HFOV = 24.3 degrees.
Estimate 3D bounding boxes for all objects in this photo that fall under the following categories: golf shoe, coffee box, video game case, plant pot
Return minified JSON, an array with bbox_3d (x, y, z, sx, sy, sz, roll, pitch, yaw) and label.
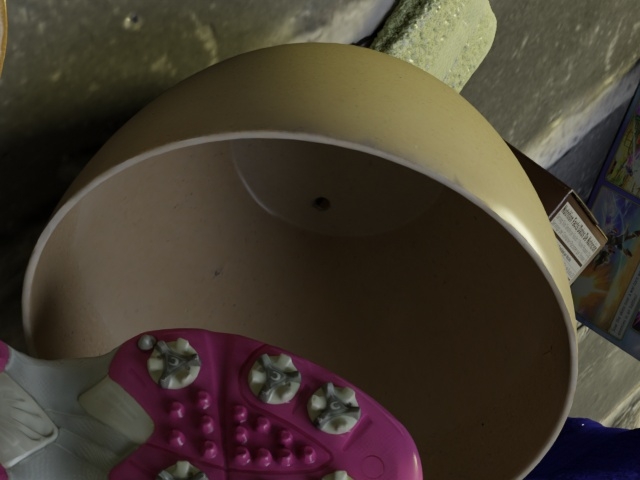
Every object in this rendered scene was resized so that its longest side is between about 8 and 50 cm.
[{"bbox_3d":[-0.102,0.115,0.761,0.140,0.306,0.115,90,8,-61],"label":"golf shoe"},{"bbox_3d":[0.049,0.040,0.975,0.246,0.141,0.098,-50,148,0],"label":"coffee box"},{"bbox_3d":[0.347,-0.009,1.281,0.061,0.244,0.269,4,114,-46],"label":"video game case"},{"bbox_3d":[0.000,0.000,0.824,0.191,0.284,0.284,-78,170,-49],"label":"plant pot"}]

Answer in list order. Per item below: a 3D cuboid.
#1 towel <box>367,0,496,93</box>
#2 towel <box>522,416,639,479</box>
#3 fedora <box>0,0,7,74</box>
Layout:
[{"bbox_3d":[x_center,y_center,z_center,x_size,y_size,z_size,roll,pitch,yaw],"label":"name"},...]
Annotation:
[{"bbox_3d":[0.067,-0.117,1.006,0.148,0.027,0.110,-55,148,-7],"label":"towel"},{"bbox_3d":[0.225,0.200,1.249,0.227,0.308,0.076,-25,110,-46],"label":"towel"},{"bbox_3d":[-0.202,-0.087,0.564,0.079,0.194,0.194,-81,-170,-72],"label":"fedora"}]
